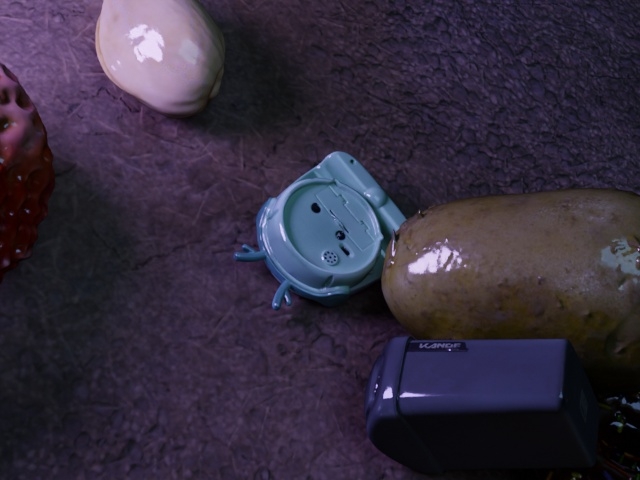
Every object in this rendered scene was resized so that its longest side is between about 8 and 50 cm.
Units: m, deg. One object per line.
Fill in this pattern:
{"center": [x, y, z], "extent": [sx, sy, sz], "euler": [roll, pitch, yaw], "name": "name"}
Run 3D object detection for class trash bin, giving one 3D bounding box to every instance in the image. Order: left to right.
{"center": [0.166, 0.179, 1.253], "extent": [0.176, 0.236, 0.101], "euler": [57, 37, -45], "name": "trash bin"}

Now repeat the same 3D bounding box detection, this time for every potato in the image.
{"center": [0.252, 0.054, 1.319], "extent": [0.359, 0.269, 0.219], "euler": [4, 64, 14], "name": "potato"}

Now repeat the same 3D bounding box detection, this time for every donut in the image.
{"center": [0.342, 0.247, 1.340], "extent": [0.216, 0.096, 0.230], "euler": [2, 42, -12], "name": "donut"}

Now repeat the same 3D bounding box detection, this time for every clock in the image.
{"center": [0.000, 0.000, 1.375], "extent": [0.211, 0.066, 0.159], "euler": [-35, 81, -35], "name": "clock"}

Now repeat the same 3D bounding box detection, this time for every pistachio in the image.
{"center": [-0.193, -0.239, 1.385], "extent": [0.145, 0.117, 0.200], "euler": [-24, 74, -29], "name": "pistachio"}

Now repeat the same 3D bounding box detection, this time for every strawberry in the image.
{"center": [-0.377, -0.067, 1.124], "extent": [0.265, 0.149, 0.336], "euler": [31, 35, -24], "name": "strawberry"}
